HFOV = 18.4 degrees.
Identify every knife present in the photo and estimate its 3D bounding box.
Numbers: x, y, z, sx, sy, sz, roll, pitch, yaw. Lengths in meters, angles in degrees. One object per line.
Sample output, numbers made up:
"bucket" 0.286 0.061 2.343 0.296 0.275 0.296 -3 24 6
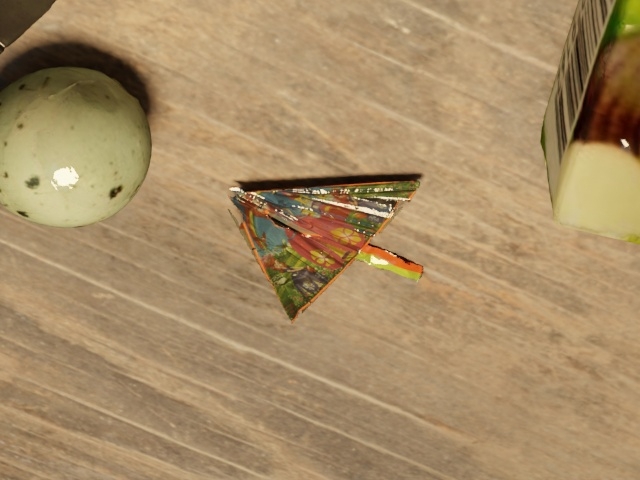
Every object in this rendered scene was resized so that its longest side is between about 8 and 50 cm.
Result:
"knife" -0.255 -0.184 1.538 0.072 0.019 0.245 37 133 -18

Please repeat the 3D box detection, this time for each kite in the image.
"kite" 0.000 0.000 1.670 0.183 0.014 0.241 21 140 -11

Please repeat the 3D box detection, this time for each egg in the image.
"egg" -0.209 -0.077 1.570 0.164 0.131 0.131 13 147 41

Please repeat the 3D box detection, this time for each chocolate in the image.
"chocolate" 0.313 -0.109 1.345 0.289 0.137 0.301 13 141 2
